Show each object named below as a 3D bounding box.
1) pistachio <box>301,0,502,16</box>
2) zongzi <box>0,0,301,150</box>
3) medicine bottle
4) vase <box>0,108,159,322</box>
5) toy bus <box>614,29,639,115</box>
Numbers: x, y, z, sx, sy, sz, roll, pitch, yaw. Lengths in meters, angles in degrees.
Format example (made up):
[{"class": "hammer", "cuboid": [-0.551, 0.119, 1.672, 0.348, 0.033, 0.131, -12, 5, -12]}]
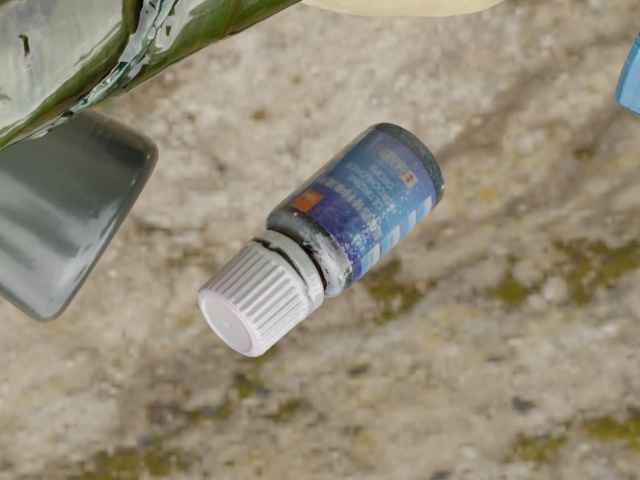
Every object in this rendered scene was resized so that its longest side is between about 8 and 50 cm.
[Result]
[{"class": "pistachio", "cuboid": [0.058, -0.283, 1.349, 0.318, 0.193, 0.214, 15, 107, -34]}, {"class": "zongzi", "cuboid": [-0.203, -0.231, 0.753, 0.383, 0.319, 0.362, 30, 137, 30]}, {"class": "medicine bottle", "cuboid": [0.000, 0.000, 1.217, 0.083, 0.203, 0.083, 37, 154, 22]}, {"class": "vase", "cuboid": [-0.304, -0.084, 1.302, 0.321, 0.173, 0.173, 32, 136, -8]}, {"class": "toy bus", "cuboid": [0.376, -0.123, 1.357, 0.246, 0.134, 0.113, 29, 150, 12]}]
